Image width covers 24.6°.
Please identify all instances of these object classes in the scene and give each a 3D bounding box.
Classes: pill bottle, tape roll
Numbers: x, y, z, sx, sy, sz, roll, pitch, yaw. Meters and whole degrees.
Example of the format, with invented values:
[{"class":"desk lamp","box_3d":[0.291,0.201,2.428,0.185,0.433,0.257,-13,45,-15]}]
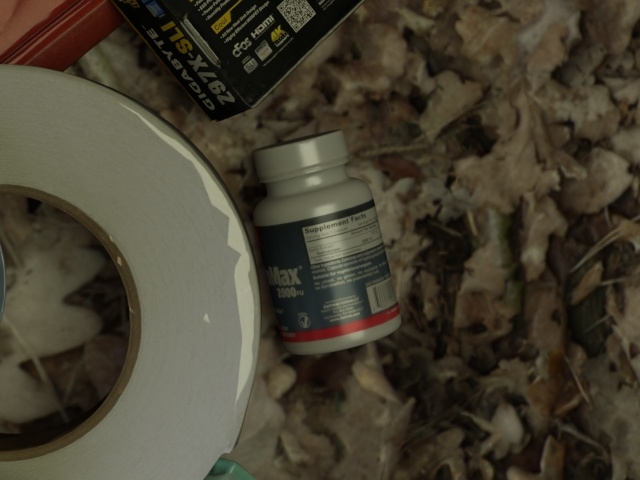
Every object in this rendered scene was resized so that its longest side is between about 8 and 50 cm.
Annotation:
[{"class":"pill bottle","box_3d":[0.000,0.000,1.276,0.108,0.108,0.180,-16,97,-22]},{"class":"tape roll","box_3d":[-0.236,0.060,1.119,0.392,0.072,0.391,0,94,-1]}]

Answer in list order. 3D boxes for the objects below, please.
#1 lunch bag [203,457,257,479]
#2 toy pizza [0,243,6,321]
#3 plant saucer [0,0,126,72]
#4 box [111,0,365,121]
[{"class":"lunch bag","box_3d":[-0.069,0.329,1.228,0.262,0.160,0.223,42,67,-29]},{"class":"toy pizza","box_3d":[-0.326,0.029,1.063,0.201,0.032,0.201,0,93,0]},{"class":"plant saucer","box_3d":[-0.308,-0.217,1.172,0.259,0.048,0.258,-43,107,-18]},{"class":"box","box_3d":[-0.051,-0.298,1.242,0.257,0.079,0.322,49,64,-15]}]
